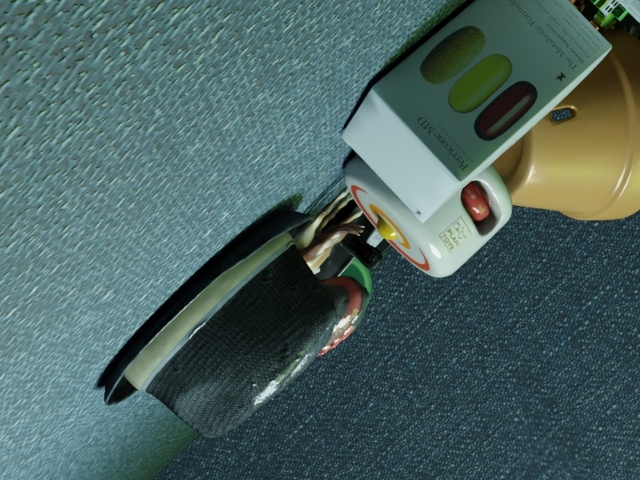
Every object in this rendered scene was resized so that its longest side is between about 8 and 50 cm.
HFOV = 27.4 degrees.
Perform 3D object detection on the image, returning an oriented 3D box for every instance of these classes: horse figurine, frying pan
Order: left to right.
[{"bbox_3d":[0.000,0.000,1.797,0.174,0.066,0.263,-47,180,0],"label":"horse figurine"},{"bbox_3d":[0.032,0.022,1.936,0.197,0.053,0.326,-50,-174,23],"label":"frying pan"}]

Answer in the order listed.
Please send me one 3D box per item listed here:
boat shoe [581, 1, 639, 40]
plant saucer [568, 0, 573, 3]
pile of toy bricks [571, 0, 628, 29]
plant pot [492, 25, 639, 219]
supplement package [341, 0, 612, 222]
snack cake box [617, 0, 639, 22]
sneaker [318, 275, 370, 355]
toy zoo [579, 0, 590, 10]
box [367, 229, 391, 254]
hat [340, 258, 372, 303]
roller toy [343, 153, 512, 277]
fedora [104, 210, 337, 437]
[{"bbox_3d":[0.479,-0.313,1.907,0.319,0.116,0.099,-6,-141,53],"label":"boat shoe"},{"bbox_3d":[0.374,-0.401,1.550,0.258,0.048,0.259,-44,174,3],"label":"plant saucer"},{"bbox_3d":[0.420,-0.344,1.842,0.212,0.118,0.105,-44,151,16],"label":"pile of toy bricks"},{"bbox_3d":[0.338,-0.165,1.922,0.203,0.291,0.291,-7,157,-24],"label":"plant pot"},{"bbox_3d":[0.163,-0.157,1.391,0.244,0.139,0.134,-42,176,-22],"label":"supplement package"},{"bbox_3d":[0.357,-0.351,1.259,0.089,0.152,0.264,-39,174,-43],"label":"snack cake box"},{"bbox_3d":[-0.069,0.119,1.772,0.276,0.098,0.135,-23,160,13],"label":"sneaker"},{"bbox_3d":[0.429,-0.398,2.055,0.293,0.030,0.192,-45,174,16],"label":"toy zoo"},{"bbox_3d":[0.153,-0.068,2.319,0.180,0.077,0.147,-48,174,37],"label":"box"},{"bbox_3d":[-0.019,0.077,2.472,0.173,0.183,0.208,-49,134,-9],"label":"hat"},{"bbox_3d":[0.128,-0.056,1.627,0.146,0.191,0.209,-43,174,-8],"label":"roller toy"},{"bbox_3d":[-0.097,0.122,1.566,0.334,0.152,0.334,-43,174,-6],"label":"fedora"}]
